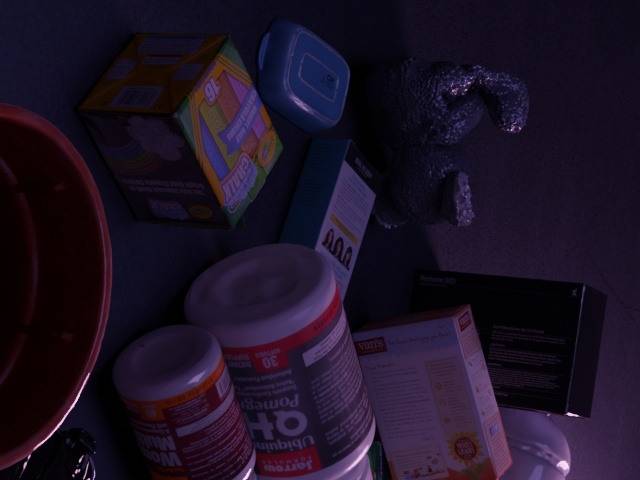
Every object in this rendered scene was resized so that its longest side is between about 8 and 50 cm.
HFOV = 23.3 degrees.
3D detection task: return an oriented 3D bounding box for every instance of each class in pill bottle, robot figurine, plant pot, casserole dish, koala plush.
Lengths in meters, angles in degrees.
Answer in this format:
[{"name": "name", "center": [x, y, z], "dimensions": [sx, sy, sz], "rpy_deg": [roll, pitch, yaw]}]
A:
[{"name": "pill bottle", "center": [-0.035, 0.178, 1.810], "dimensions": [0.176, 0.176, 0.318], "rpy_deg": [-50, 134, -44]}, {"name": "robot figurine", "center": [0.250, 0.382, 2.282], "dimensions": [0.300, 0.200, 0.353], "rpy_deg": [30, 66, -25]}, {"name": "plant pot", "center": [-0.349, 0.028, 1.192], "dimensions": [0.272, 0.265, 0.272], "rpy_deg": [-11, 103, -58]}, {"name": "casserole dish", "center": [-0.015, -0.203, 1.924], "dimensions": [0.188, 0.037, 0.114], "rpy_deg": [31, 69, -57]}, {"name": "koala plush", "center": [0.145, -0.123, 2.070], "dimensions": [0.203, 0.196, 0.221], "rpy_deg": [10, 86, -47]}, {"name": "pill bottle", "center": [-0.140, 0.211, 1.696], "dimensions": [0.121, 0.121, 0.221], "rpy_deg": [-49, 134, -44]}]

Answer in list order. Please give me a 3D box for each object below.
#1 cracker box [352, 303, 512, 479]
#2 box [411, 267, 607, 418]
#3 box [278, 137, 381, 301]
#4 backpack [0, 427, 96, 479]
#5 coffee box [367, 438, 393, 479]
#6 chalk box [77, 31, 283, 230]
[{"name": "cracker box", "center": [0.151, 0.213, 2.091], "dimensions": [0.067, 0.156, 0.232], "rpy_deg": [-29, 106, -59]}, {"name": "box", "center": [0.259, 0.145, 2.203], "dimensions": [0.103, 0.261, 0.184], "rpy_deg": [17, 80, -58]}, {"name": "box", "center": [0.000, 0.000, 1.953], "dimensions": [0.100, 0.060, 0.244], "rpy_deg": [45, 56, -52]}, {"name": "backpack", "center": [-0.334, 0.248, 1.318], "dimensions": [0.225, 0.191, 0.253], "rpy_deg": [54, 42, -43]}, {"name": "coffee box", "center": [0.044, 0.323, 2.088], "dimensions": [0.184, 0.040, 0.113], "rpy_deg": [15, 81, -58]}, {"name": "chalk box", "center": [-0.136, -0.100, 1.650], "dimensions": [0.132, 0.132, 0.213], "rpy_deg": [-61, 142, -34]}]
